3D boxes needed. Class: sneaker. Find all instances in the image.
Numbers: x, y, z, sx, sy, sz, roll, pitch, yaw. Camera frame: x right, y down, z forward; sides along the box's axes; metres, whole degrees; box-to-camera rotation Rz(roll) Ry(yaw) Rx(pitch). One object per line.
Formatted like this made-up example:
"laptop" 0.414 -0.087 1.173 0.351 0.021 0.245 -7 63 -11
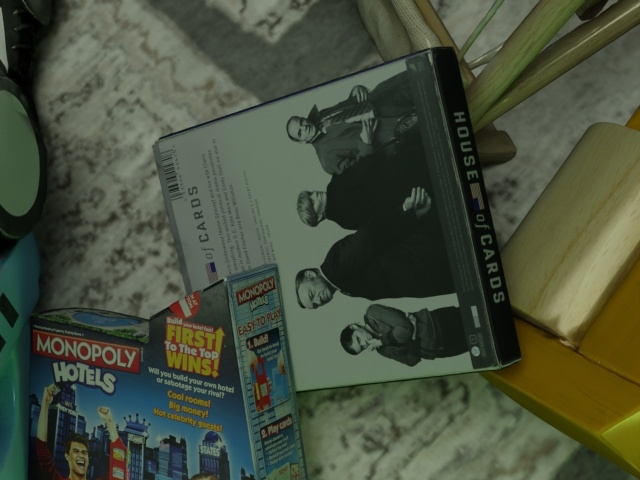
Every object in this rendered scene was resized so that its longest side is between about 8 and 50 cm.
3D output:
"sneaker" -0.235 -0.163 0.954 0.106 0.078 0.234 -28 68 7

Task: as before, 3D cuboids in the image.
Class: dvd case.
"dvd case" 0.000 0.000 0.790 0.238 0.029 0.179 -12 90 43

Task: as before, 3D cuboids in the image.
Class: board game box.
"board game box" -0.089 0.104 0.815 0.194 0.060 0.194 10 102 28

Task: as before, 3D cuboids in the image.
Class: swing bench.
"swing bench" 0.096 -0.220 0.801 0.254 0.165 0.253 -41 66 32

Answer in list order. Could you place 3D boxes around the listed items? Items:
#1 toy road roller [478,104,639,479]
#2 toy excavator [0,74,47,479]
"toy road roller" 0.267 0.075 0.734 0.202 0.240 0.329 -53 33 -5
"toy excavator" -0.277 0.177 0.808 0.222 0.445 0.433 -7 32 12
